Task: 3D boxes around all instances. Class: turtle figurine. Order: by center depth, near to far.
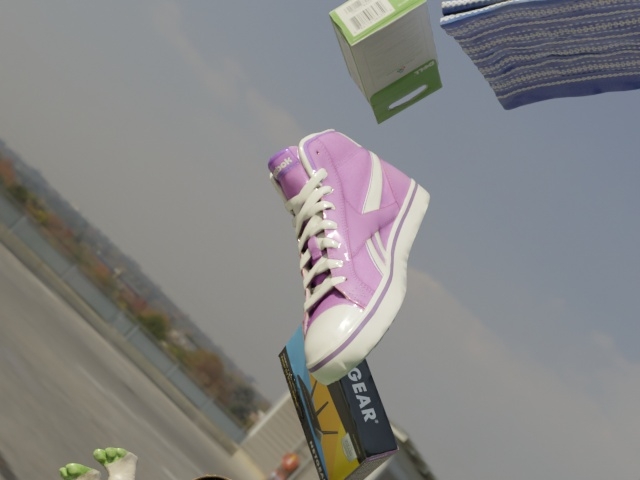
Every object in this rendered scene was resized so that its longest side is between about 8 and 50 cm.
[{"bbox_3d":[-0.354,0.433,1.389,0.198,0.274,0.266,116,-24,-51],"label":"turtle figurine"}]

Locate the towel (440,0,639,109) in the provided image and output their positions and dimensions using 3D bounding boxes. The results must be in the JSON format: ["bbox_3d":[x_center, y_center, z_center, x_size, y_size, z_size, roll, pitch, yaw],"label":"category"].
[{"bbox_3d":[0.294,-0.222,1.149,0.243,0.040,0.336,-4,-9,22],"label":"towel"}]

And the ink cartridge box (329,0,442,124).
[{"bbox_3d":[0.090,-0.246,1.277,0.062,0.109,0.209,59,0,25],"label":"ink cartridge box"}]

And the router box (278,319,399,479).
[{"bbox_3d":[0.016,0.179,1.107,0.179,0.046,0.133,69,-29,24],"label":"router box"}]

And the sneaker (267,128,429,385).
[{"bbox_3d":[-0.001,0.000,0.912,0.161,0.102,0.282,39,36,-14],"label":"sneaker"}]

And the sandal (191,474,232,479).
[{"bbox_3d":[-0.125,0.285,1.065,0.219,0.090,0.060,56,30,-74],"label":"sandal"}]
